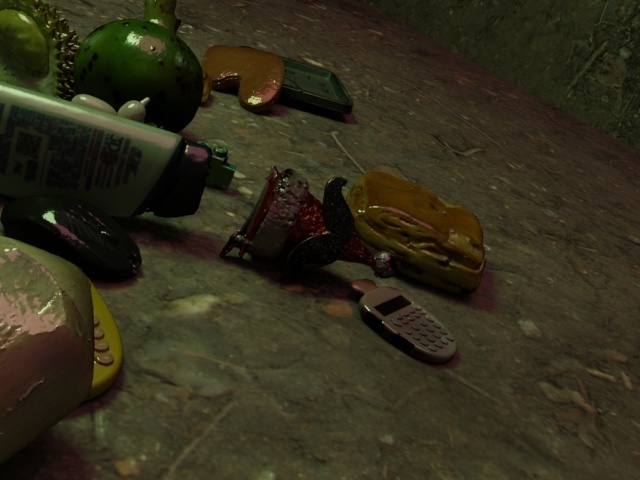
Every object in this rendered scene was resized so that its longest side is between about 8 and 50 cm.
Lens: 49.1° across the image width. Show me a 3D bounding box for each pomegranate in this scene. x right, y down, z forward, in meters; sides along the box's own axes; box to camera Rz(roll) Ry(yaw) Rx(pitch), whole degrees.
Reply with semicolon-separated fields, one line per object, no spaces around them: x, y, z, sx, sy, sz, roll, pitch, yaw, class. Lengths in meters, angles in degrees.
-0.281;-0.285;1.138;0.211;0.263;0.211;20;-6;2;pomegranate

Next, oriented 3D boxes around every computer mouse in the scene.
-0.282;-0.012;0.804;0.172;0.057;0.099;25;23;-1;computer mouse

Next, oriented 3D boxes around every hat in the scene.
0.000;0.001;0.945;0.227;0.129;0.140;26;56;-7;hat

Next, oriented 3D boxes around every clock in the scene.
-0.069;-0.389;1.719;0.273;0.049;0.279;13;27;-16;clock

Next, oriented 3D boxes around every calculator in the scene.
-0.280;0.071;0.675;0.146;0.032;0.235;-4;37;-43;calculator
0.107;0.103;0.923;0.166;0.024;0.103;38;30;26;calculator

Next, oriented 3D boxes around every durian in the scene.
-0.521;-0.339;1.194;0.306;0.167;0.172;26;-5;-4;durian

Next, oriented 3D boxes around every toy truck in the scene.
-0.218;-0.120;1.067;0.175;0.067;0.081;20;31;-12;toy truck

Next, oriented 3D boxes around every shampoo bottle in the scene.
-0.322;-0.106;0.871;0.359;0.134;0.078;15;7;-14;shampoo bottle

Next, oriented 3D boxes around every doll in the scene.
-0.262;-0.122;0.970;0.160;0.161;0.059;-3;-7;-24;doll

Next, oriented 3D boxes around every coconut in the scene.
-0.243;0.074;0.512;0.171;0.171;0.183;33;53;22;coconut

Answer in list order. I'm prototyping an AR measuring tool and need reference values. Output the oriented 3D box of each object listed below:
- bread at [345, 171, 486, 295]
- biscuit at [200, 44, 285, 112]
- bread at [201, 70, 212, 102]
0.150;-0.023;1.114;0.235;0.099;0.210;21;26;-3;bread
-0.175;-0.360;1.537;0.192;0.036;0.186;9;53;4;biscuit
-0.258;-0.320;1.436;0.072;0.053;0.106;13;32;-10;bread
